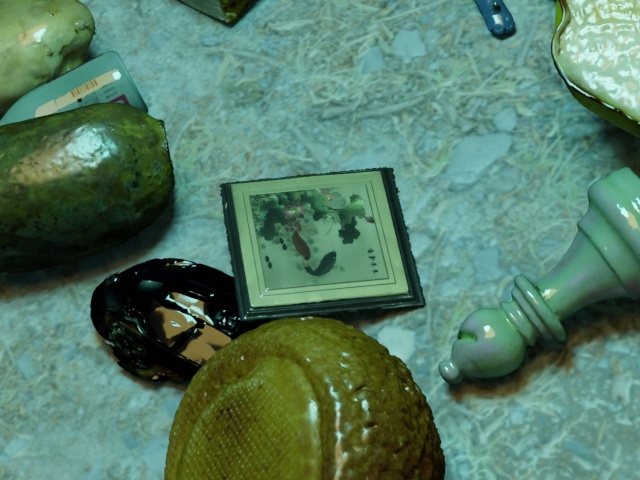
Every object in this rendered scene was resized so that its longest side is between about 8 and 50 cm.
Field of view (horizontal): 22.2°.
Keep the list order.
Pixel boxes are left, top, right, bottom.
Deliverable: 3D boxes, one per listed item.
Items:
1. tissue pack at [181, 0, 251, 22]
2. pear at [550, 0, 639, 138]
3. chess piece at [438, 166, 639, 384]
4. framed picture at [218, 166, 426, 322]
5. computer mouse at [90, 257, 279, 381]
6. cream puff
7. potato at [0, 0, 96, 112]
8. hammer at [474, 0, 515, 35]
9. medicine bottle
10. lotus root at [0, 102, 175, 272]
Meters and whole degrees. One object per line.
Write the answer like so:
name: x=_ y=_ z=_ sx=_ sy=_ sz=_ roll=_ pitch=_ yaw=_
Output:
tissue pack: x=-0.110 y=-0.396 z=2.029 sx=0.183 sy=0.092 sz=0.226 roll=31 pitch=68 yaw=32
pear: x=0.437 y=-0.209 z=1.669 sx=0.386 sy=0.191 sz=0.340 roll=-1 pitch=68 yaw=19
chess piece: x=0.229 y=0.055 z=1.604 sx=0.272 sy=0.139 sz=0.139 roll=-35 pitch=53 yaw=4
framed picture: x=0.000 y=0.000 z=1.736 sx=0.199 sy=0.010 sz=0.195 roll=-6 pitch=53 yaw=-8
computer mouse: x=-0.147 y=0.079 z=1.719 sx=0.242 sy=0.077 sz=0.146 roll=16 pitch=64 yaw=25
cream puff: x=-0.005 y=0.217 z=1.491 sx=0.303 sy=0.212 sz=0.303 roll=-22 pitch=60 yaw=45
potato: x=-0.378 y=-0.220 z=1.975 sx=0.235 sy=0.128 sz=0.161 roll=-26 pitch=37 yaw=3
hammer: x=0.181 y=-0.316 z=1.910 sx=0.116 sy=0.069 sz=0.194 roll=-23 pitch=61 yaw=-1
medicine bottle: x=-0.315 y=-0.137 z=1.910 sx=0.217 sy=0.090 sz=0.090 roll=-28 pitch=53 yaw=-3
lotus root: x=-0.291 y=-0.057 z=1.806 sx=0.275 sy=0.160 sz=0.152 roll=-20 pitch=42 yaw=3
